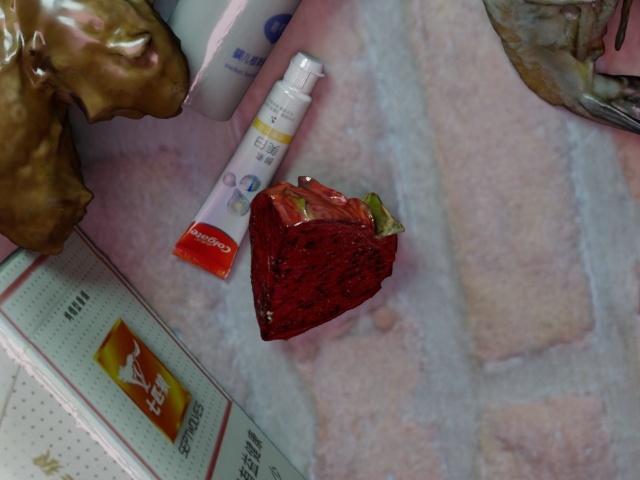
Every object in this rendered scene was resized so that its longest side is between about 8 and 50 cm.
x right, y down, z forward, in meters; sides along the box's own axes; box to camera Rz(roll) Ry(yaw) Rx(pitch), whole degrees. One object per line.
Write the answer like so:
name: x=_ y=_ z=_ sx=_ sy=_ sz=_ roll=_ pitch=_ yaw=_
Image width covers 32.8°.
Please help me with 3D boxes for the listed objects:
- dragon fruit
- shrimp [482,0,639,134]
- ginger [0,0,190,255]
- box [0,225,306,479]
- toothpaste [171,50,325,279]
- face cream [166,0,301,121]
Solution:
dragon fruit: x=0.000 y=0.000 z=0.819 sx=0.106 sy=0.083 sz=0.162 roll=-11 pitch=142 yaw=-16
shrimp: x=0.239 y=-0.138 z=0.750 sx=0.289 sy=0.075 sz=0.178 roll=19 pitch=136 yaw=-9
ginger: x=-0.224 y=-0.170 z=0.724 sx=0.274 sy=0.152 sz=0.357 roll=2 pitch=90 yaw=-9
box: x=-0.137 y=0.151 z=0.800 sx=0.095 sy=0.210 sz=0.330 roll=-37 pitch=102 yaw=12
toothpaste: x=-0.052 y=-0.056 z=0.828 sx=0.048 sy=0.031 sz=0.190 roll=27 pitch=109 yaw=-11
face cream: x=-0.033 y=-0.207 z=0.756 sx=0.077 sy=0.077 sz=0.250 roll=31 pitch=107 yaw=-6
